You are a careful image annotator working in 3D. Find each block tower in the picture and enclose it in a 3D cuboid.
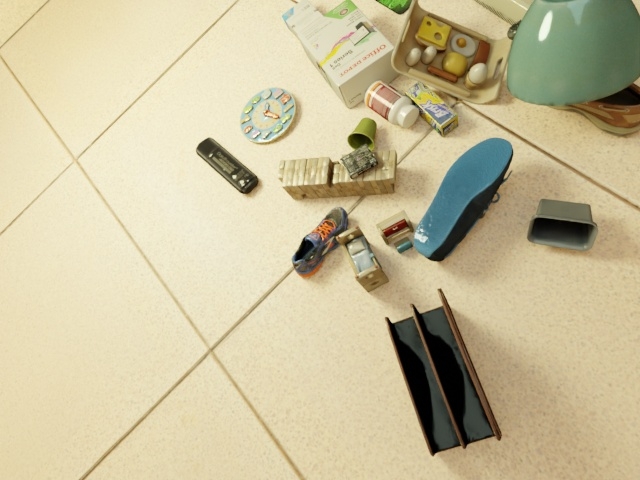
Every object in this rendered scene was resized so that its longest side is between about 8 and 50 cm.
[{"bbox_3d":[0.051,-0.180,1.261,0.336,0.097,0.090,-2,70,21],"label":"block tower"}]

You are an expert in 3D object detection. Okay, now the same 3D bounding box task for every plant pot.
[{"bbox_3d":[0.129,-0.312,1.295,0.084,0.083,0.079,11,63,23],"label":"plant pot"},{"bbox_3d":[0.568,-0.469,1.008,0.291,0.195,0.290,-16,42,14],"label":"plant pot"}]

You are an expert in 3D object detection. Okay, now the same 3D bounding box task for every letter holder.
[{"bbox_3d":[0.249,0.278,0.943,0.152,0.214,0.301,-22,65,11],"label":"letter holder"}]

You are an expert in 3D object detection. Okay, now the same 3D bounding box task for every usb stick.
[{"bbox_3d":[-0.304,-0.244,1.439,0.077,0.045,0.278,-45,62,-9],"label":"usb stick"}]

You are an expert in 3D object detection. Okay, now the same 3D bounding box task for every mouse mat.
[{"bbox_3d":[0.282,-0.838,1.476,0.190,0.007,0.152,-44,62,1],"label":"mouse mat"}]

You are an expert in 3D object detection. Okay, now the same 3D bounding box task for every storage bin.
[{"bbox_3d":[0.557,-0.039,1.032,0.135,0.098,0.091,11,47,24],"label":"storage bin"}]

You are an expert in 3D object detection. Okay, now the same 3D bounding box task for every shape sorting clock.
[{"bbox_3d":[-0.175,-0.412,1.458,0.207,0.040,0.206,-7,68,17],"label":"shape sorting clock"}]

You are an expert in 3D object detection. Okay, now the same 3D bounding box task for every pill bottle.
[{"bbox_3d":[0.206,-0.389,1.287,0.086,0.086,0.152,-45,62,-1],"label":"pill bottle"}]

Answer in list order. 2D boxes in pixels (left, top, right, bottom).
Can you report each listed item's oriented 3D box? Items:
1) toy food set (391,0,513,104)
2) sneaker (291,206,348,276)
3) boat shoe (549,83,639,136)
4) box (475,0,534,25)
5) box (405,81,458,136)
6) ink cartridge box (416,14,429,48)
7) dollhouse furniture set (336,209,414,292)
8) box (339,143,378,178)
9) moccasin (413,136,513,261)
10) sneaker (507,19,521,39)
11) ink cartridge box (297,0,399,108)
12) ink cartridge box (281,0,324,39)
[{"bbox_3d":[0.364,-0.529,1.223,0.306,0.092,0.219,21,77,-5],"label":"toy food set"},{"bbox_3d":[0.000,0.000,1.211,0.083,0.087,0.221,30,83,26],"label":"sneaker"},{"bbox_3d":[0.654,-0.383,1.105,0.324,0.116,0.123,37,86,27],"label":"boat shoe"},{"bbox_3d":[0.551,-0.709,1.281,0.113,0.094,0.275,-37,62,3],"label":"box"},{"bbox_3d":[0.313,-0.372,1.260,0.059,0.054,0.168,-36,63,4],"label":"box"},{"bbox_3d":[0.286,-0.582,1.324,0.056,0.099,0.135,16,77,24],"label":"ink cartridge box"},{"bbox_3d":[0.158,0.019,1.123,0.184,0.129,0.129,-29,63,8],"label":"dollhouse furniture set"},{"bbox_3d":[0.102,-0.211,1.189,0.083,0.018,0.067,-31,62,7],"label":"box"},{"bbox_3d":[0.352,-0.100,1.113,0.342,0.117,0.138,-50,50,2],"label":"moccasin"},{"bbox_3d":[0.615,-0.546,1.184,0.235,0.106,0.078,-12,40,3],"label":"sneaker"},{"bbox_3d":[0.088,-0.580,1.384,0.202,0.117,0.278,-34,63,5],"label":"ink cartridge box"},{"bbox_3d":[-0.041,-0.729,1.519,0.104,0.060,0.180,-36,62,3],"label":"ink cartridge box"}]
